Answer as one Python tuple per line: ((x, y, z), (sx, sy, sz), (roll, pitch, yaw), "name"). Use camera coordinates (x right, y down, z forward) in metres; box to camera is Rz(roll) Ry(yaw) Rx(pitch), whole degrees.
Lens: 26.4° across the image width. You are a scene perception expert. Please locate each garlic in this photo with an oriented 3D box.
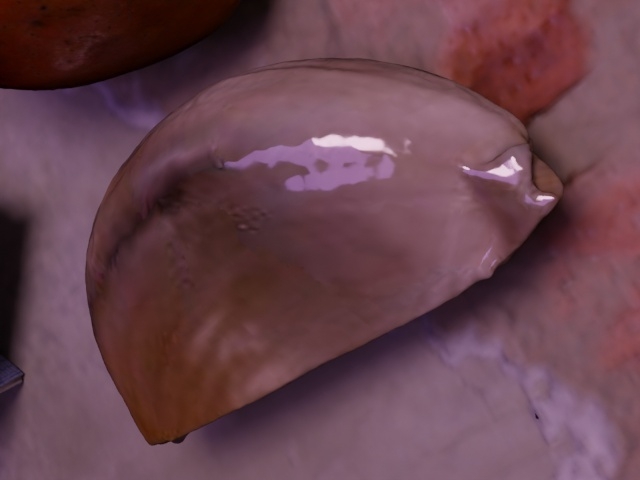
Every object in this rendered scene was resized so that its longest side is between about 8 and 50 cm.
((-0.013, -0.008, 0.464), (0.195, 0.087, 0.101), (-33, 91, 32), "garlic")

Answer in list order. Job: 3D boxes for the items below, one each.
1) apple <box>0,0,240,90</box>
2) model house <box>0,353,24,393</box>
((-0.099, -0.135, 0.472), (0.158, 0.147, 0.156), (5, 78, 36), "apple")
((-0.181, 0.035, 0.590), (0.088, 0.117, 0.167), (16, 106, 17), "model house")
